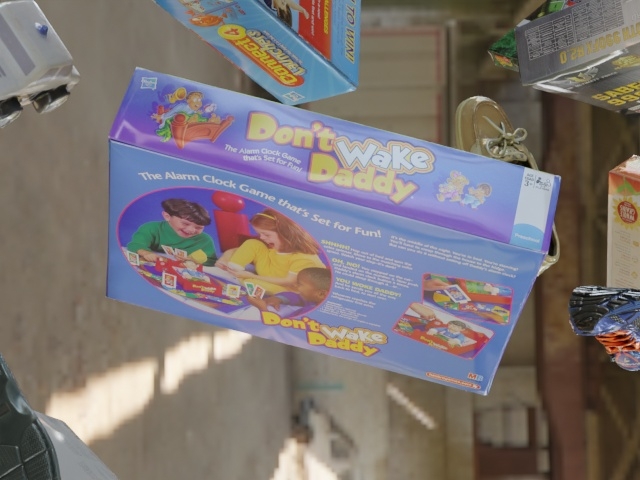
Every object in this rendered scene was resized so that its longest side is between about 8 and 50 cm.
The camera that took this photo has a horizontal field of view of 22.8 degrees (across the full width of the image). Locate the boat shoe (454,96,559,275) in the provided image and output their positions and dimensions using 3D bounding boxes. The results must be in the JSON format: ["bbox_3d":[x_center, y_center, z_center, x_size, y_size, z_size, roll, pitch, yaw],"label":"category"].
[{"bbox_3d":[0.284,-0.088,2.333,0.285,0.105,0.089,69,-26,9],"label":"boat shoe"}]

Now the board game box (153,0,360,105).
[{"bbox_3d":[-0.071,-0.330,1.499,0.302,0.086,0.308,36,50,-50],"label":"board game box"}]

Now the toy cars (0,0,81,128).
[{"bbox_3d":[-0.321,-0.207,1.302,0.394,0.087,0.176,33,31,-45],"label":"toy cars"}]

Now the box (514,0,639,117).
[{"bbox_3d":[0.311,-0.174,1.346,0.183,0.231,0.056,8,70,-47],"label":"box"}]

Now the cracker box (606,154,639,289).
[{"bbox_3d":[0.457,0.020,2.081,0.067,0.156,0.232,-30,129,-38],"label":"cracker box"}]

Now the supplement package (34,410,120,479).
[{"bbox_3d":[-0.382,0.340,1.981,0.198,0.199,0.263,-48,157,0],"label":"supplement package"}]

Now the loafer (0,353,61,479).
[{"bbox_3d":[-0.351,0.230,1.816,0.267,0.096,0.084,64,1,21],"label":"loafer"}]

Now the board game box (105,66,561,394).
[{"bbox_3d":[0.000,0.000,1.315,0.233,0.347,0.078,103,3,-56],"label":"board game box"}]

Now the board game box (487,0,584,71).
[{"bbox_3d":[0.312,-0.228,1.811,0.030,0.136,0.260,53,-12,-29],"label":"board game box"}]

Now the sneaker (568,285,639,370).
[{"bbox_3d":[0.325,0.093,1.655,0.221,0.083,0.087,5,87,-54],"label":"sneaker"}]
